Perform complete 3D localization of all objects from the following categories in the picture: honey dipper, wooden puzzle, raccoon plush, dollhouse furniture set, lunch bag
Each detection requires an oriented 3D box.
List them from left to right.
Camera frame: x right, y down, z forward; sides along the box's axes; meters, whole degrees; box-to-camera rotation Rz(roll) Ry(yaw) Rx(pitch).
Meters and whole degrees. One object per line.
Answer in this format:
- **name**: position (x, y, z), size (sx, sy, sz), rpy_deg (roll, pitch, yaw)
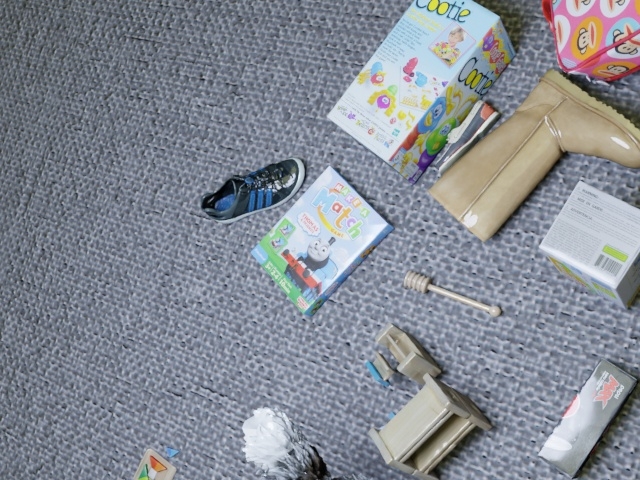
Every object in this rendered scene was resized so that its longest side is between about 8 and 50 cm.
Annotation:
- **wooden puzzle**: position (-0.302, 0.425, 1.397), size (0.078, 0.014, 0.116), rpy_deg (18, 86, 27)
- **raccoon plush**: position (0.116, 0.390, 1.014), size (0.299, 0.446, 0.216), rpy_deg (-17, 39, 20)
- **dollhouse furniture set**: position (0.142, 0.249, 1.185), size (0.129, 0.129, 0.184), rpy_deg (-47, 40, 9)
- **honey dipper**: position (0.209, 0.088, 1.225), size (0.160, 0.030, 0.030), rpy_deg (21, 88, 26)
- **lunch bag**: position (0.430, -0.390, 1.141), size (0.258, 0.120, 0.293), rpy_deg (155, 118, -62)

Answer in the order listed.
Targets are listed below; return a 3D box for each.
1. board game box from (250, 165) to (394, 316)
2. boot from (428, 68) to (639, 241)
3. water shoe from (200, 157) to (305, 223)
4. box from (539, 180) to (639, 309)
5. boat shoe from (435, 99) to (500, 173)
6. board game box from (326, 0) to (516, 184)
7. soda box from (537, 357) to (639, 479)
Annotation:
- **board game box**: position (0.000, 0.000, 1.338), size (0.211, 0.039, 0.160), rpy_deg (-47, 63, 8)
- **boot**: position (0.335, -0.101, 1.182), size (0.269, 0.089, 0.236), rpy_deg (-47, 52, 8)
- **water shoe**: position (-0.122, -0.089, 1.391), size (0.203, 0.080, 0.073), rpy_deg (-29, 68, 17)
- **box**: position (0.391, 0.012, 1.060), size (0.114, 0.203, 0.103), rpy_deg (32, 92, 29)
- **boat shoe**: position (0.232, -0.169, 1.260), size (0.043, 0.049, 0.137), rpy_deg (43, 93, 17)
- **board game box**: position (0.167, -0.254, 1.258), size (0.144, 0.142, 0.275), rpy_deg (41, 97, 26)
- **soda box**: position (0.380, 0.252, 1.095), size (0.060, 0.053, 0.169), rpy_deg (33, 93, 27)
